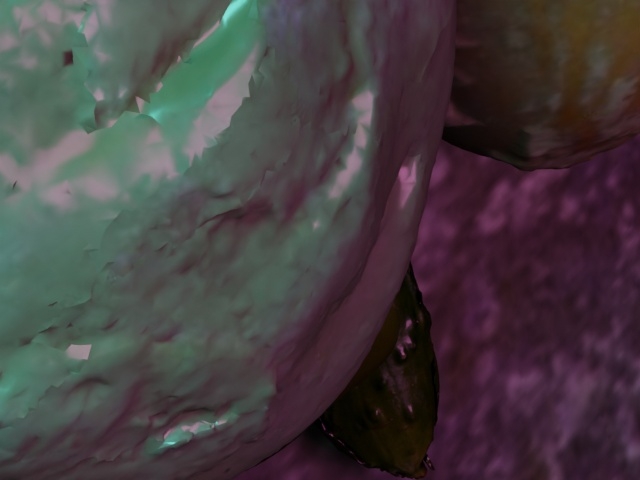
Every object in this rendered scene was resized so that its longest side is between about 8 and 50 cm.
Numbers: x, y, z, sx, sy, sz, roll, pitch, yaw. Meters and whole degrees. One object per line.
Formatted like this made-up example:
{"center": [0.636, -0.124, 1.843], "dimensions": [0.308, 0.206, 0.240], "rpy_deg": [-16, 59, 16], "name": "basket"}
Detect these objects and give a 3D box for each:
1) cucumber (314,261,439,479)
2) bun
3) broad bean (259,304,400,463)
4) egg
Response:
{"center": [0.000, 0.000, 0.684], "dimensions": [0.069, 0.069, 0.227], "rpy_deg": [-42, 121, -42], "name": "cucumber"}
{"center": [-0.054, -0.083, 0.474], "dimensions": [0.293, 0.187, 0.293], "rpy_deg": [44, 29, -33], "name": "bun"}
{"center": [-0.091, 0.064, 0.563], "dimensions": [0.325, 0.067, 0.075], "rpy_deg": [-14, 120, -42], "name": "broad bean"}
{"center": [0.079, -0.149, 0.685], "dimensions": [0.203, 0.203, 0.245], "rpy_deg": [-8, 96, -49], "name": "egg"}
